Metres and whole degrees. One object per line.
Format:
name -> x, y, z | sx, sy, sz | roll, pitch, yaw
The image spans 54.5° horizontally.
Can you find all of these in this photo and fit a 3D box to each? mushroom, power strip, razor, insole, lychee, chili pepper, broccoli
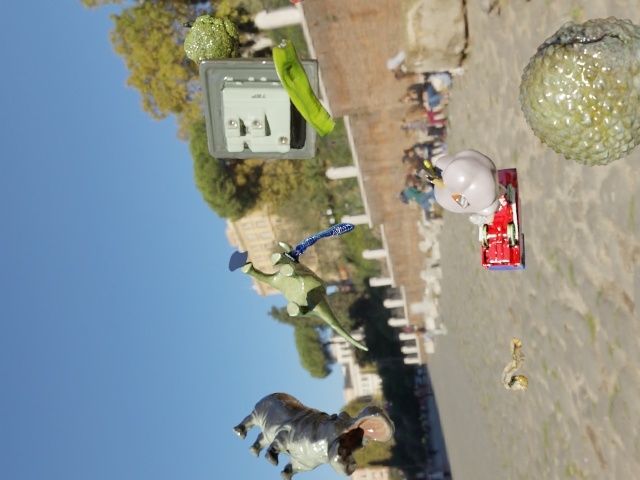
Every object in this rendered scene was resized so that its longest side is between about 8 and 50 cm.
mushroom -> 0.212, 0.143, 0.685 | 0.028, 0.026, 0.286 | -54, -27, -5
power strip -> -0.132, -0.274, 1.370 | 0.092, 0.256, 0.251 | -91, 2, -54
razor -> -0.001, -0.003, 1.163 | 0.044, 0.154, 0.028 | 36, -143, -40
insole -> -0.162, 0.039, 1.224 | 0.135, 0.002, 0.045 | 165, 119, -67
lychee -> 0.501, -0.276, 1.150 | 0.255, 0.255, 0.274 | 43, -147, -79
chili pepper -> -0.033, -0.267, 1.090 | 0.202, 0.051, 0.050 | 57, -170, -39
broccoli -> -0.243, -0.447, 1.412 | 0.120, 0.131, 0.130 | -102, -3, -54

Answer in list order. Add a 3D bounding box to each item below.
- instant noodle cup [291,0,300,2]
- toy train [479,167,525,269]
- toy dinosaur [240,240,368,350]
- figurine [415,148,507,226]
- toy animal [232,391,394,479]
instant noodle cup -> 0.000, -0.599, 1.402 | 0.127, 0.135, 0.127 | 27, 122, 55
toy train -> 0.380, -0.039, 1.307 | 0.131, 0.082, 0.204 | 20, -111, -62
toy dinosaur -> -0.021, 0.104, 1.290 | 0.447, 0.087, 0.301 | 43, -174, 31
figurine -> 0.262, -0.093, 1.078 | 0.229, 0.112, 0.137 | 16, -138, -56
toy animal -> -0.021, 0.384, 1.206 | 0.168, 0.343, 0.106 | -50, -60, -36
